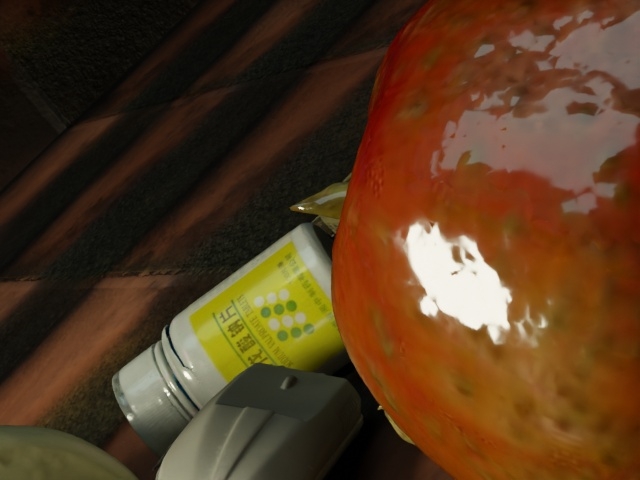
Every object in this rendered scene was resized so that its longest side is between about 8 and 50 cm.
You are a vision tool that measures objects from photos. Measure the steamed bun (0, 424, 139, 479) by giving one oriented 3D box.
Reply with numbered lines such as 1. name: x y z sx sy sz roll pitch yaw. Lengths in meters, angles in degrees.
1. steamed bun: -0.387 0.349 1.408 0.371 0.290 0.456 -17 28 49

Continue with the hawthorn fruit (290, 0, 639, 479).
1. hawthorn fruit: 0.173 0.001 0.970 0.403 0.403 0.403 -34 20 14

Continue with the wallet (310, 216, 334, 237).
1. wallet: 0.000 0.000 1.889 0.232 0.031 0.122 -37 15 -1

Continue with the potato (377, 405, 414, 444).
1. potato: 0.174 0.054 1.229 0.296 0.191 0.141 -40 51 -1

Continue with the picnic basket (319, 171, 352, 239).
1. picnic basket: 0.140 -0.027 1.515 0.165 0.139 0.266 -47 22 -22

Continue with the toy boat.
1. toy boat: -0.057 0.199 1.382 0.141 0.141 0.269 -28 16 29

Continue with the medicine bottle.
1. medicine bottle: -0.071 0.108 1.603 0.258 0.143 0.143 -37 19 8
